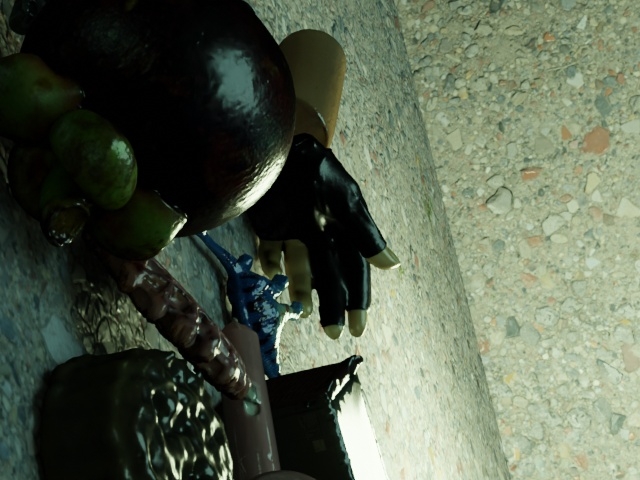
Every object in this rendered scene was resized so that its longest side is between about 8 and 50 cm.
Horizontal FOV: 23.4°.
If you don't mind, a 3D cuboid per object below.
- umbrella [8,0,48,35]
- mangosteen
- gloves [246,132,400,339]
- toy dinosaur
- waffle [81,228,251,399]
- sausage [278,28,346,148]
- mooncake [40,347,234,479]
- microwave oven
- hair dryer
[{"bbox_3d":[-0.293,-0.292,1.662,0.066,0.059,0.236,45,28,-29],"label":"umbrella"},{"bbox_3d":[-0.172,-0.129,1.532,0.311,0.311,0.311,-15,90,-75],"label":"mangosteen"},{"bbox_3d":[0.001,-0.006,2.175,0.152,0.197,0.301,-4,79,-64],"label":"gloves"},{"bbox_3d":[-0.078,0.094,2.034,0.329,0.076,0.144,69,23,-14],"label":"toy dinosaur"},{"bbox_3d":[-0.157,0.073,1.639,0.234,0.055,0.221,48,-2,34],"label":"waffle"},{"bbox_3d":[-0.027,-0.222,2.408,0.253,0.123,0.123,-82,153,-56],"label":"sausage"},{"bbox_3d":[-0.172,0.210,1.499,0.228,0.124,0.228,-15,90,-73],"label":"mooncake"},{"bbox_3d":[-0.014,0.286,1.889,0.188,0.178,0.247,-31,106,-71],"label":"microwave oven"},{"bbox_3d":[-0.072,0.234,1.693,0.210,0.125,0.352,111,-29,-58],"label":"hair dryer"}]
